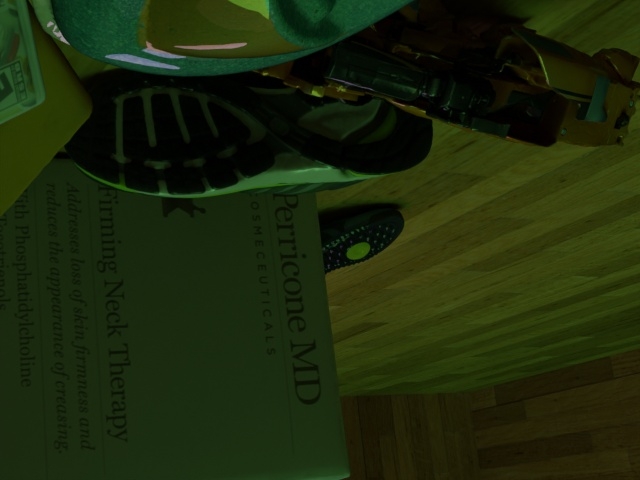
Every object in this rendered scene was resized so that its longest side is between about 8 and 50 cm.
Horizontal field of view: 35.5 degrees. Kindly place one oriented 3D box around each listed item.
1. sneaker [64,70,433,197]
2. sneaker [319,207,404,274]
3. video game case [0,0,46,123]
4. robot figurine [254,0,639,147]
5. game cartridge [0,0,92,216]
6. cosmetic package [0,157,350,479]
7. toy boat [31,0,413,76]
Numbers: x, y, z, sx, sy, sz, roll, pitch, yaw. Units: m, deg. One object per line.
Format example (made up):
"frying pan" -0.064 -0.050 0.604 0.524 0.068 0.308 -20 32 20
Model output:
"sneaker" -0.062 -0.076 0.843 0.299 0.111 0.121 0 167 -15
"sneaker" 0.000 0.000 1.234 0.209 0.082 0.069 -28 141 9
"video game case" -0.202 -0.113 0.351 0.026 0.227 0.206 22 -138 31
"robot figurine" 0.070 -0.124 0.664 0.291 0.085 0.211 6 -164 -40
"game cartridge" -0.250 -0.066 0.373 0.052 0.285 0.324 23 155 28
"cosmetic package" -0.226 0.120 1.055 0.393 0.330 0.327 0 163 -24
"toy boat" -0.032 -0.166 0.390 0.267 0.148 0.318 -28 153 13
